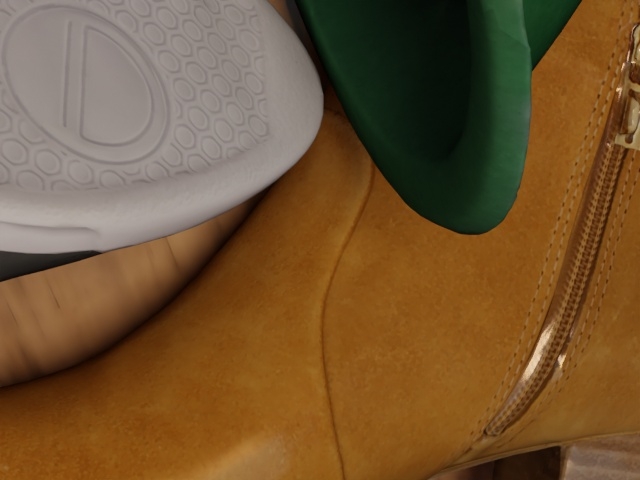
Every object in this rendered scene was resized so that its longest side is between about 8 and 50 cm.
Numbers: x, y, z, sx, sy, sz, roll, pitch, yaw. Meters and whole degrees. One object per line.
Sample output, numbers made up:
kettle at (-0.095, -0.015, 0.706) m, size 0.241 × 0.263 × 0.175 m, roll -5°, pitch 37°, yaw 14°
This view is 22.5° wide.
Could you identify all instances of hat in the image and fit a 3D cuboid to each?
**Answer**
hat at (0.081, -0.128, 0.391) m, size 0.184 × 0.173 × 0.208 m, roll -20°, pitch 91°, yaw -12°

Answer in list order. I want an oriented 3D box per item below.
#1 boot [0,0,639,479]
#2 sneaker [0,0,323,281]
boot at (0.001, 0.000, 0.484) m, size 0.295 × 0.104 × 0.211 m, roll 10°, pitch 90°, yaw -21°
sneaker at (-0.142, -0.006, 0.383) m, size 0.296 × 0.104 × 0.147 m, roll -13°, pitch 159°, yaw -40°
